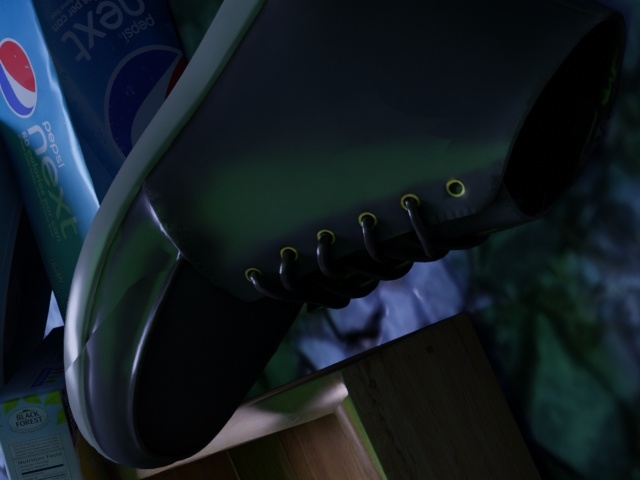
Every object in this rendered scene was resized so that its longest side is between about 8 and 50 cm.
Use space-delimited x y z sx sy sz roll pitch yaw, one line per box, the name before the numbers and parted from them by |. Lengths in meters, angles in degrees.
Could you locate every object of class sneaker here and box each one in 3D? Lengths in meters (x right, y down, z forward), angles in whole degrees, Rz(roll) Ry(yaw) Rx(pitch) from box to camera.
sneaker | 0.000 0.000 0.403 0.118 0.083 0.222 34 105 32

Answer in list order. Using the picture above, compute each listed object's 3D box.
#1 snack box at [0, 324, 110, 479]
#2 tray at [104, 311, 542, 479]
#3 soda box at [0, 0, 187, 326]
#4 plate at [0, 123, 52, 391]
snack box | -0.119 0.103 0.617 0.141 0.037 0.100 -94 -8 -80
tray | 0.061 0.250 0.501 0.203 0.076 0.411 -29 82 52
soda box | -0.096 -0.043 0.560 0.071 0.067 0.210 -14 96 52
plate | -0.155 0.020 0.622 0.188 0.024 0.188 -172 90 -87
